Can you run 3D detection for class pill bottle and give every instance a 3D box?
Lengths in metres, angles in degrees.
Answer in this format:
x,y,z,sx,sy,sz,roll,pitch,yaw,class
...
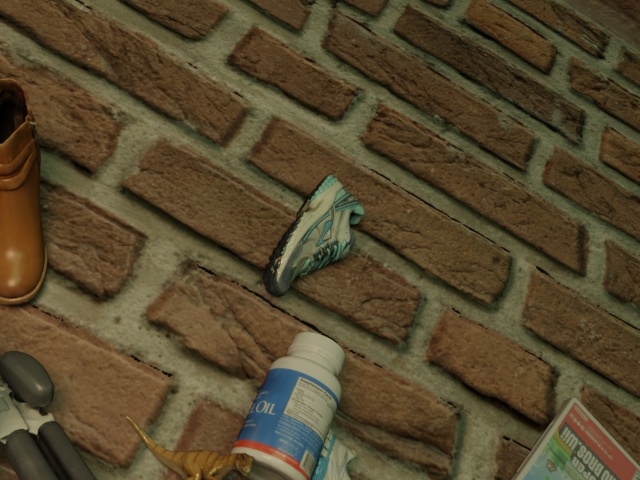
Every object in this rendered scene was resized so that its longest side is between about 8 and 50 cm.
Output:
x,y,z,sx,sy,sz,roll,pitch,yaw,class
-0.040,0.256,0.985,0.124,0.124,0.222,29,53,-5,pill bottle

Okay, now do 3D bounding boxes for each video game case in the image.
x,y,z,sx,sy,sz,roll,pitch,yaw,class
0.459,0.447,1.154,0.204,0.025,0.285,48,55,8,video game case

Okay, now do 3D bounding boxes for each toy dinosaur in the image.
x,y,z,sx,sy,sz,roll,pitch,yaw,class
-0.183,0.322,0.913,0.211,0.064,0.112,2,74,21,toy dinosaur

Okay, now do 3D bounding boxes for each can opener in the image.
x,y,z,sx,sy,sz,roll,pitch,yaw,class
-0.355,0.243,0.814,0.076,0.095,0.283,-7,29,-44,can opener

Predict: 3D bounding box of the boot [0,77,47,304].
x,y,z,sx,sy,sz,roll,pitch,yaw,class
-0.448,-0.070,0.937,0.109,0.220,0.284,5,60,-21,boot

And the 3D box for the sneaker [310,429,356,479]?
x,y,z,sx,sy,sz,roll,pitch,yaw,class
0.006,0.383,0.966,0.083,0.071,0.191,34,54,-9,sneaker

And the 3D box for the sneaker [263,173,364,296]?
x,y,z,sx,sy,sz,roll,pitch,yaw,class
0.000,0.000,1.166,0.122,0.110,0.283,35,54,-5,sneaker
